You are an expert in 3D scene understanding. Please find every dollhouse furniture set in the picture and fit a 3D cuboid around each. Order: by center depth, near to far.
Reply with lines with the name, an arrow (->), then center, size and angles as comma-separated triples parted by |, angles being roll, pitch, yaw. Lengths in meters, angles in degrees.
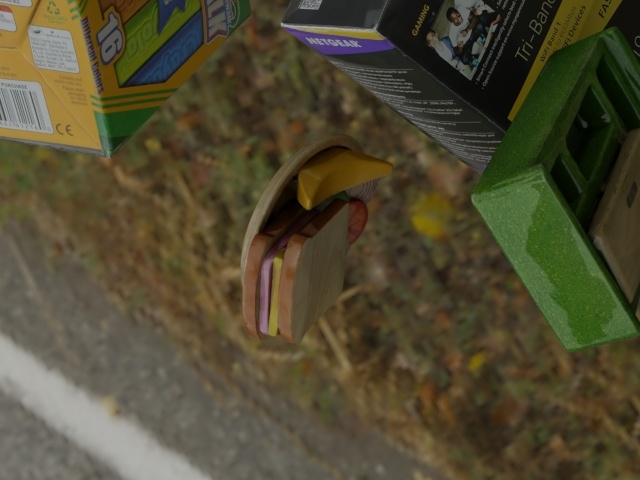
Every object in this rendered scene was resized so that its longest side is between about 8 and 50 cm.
dollhouse furniture set -> 0.245, 0.027, 0.895 | 0.197, 0.151, 0.301 | -21, 114, 32

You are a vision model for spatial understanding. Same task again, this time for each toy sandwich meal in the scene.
toy sandwich meal -> 0.000, 0.000, 0.690 | 0.029, 0.085, 0.085 | 25, 137, 27

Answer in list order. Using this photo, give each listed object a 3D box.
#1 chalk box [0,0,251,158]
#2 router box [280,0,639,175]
chalk box -> -0.176, -0.223, 1.432 | 0.180, 0.289, 0.179 | 10, 130, 25
router box -> 0.143, -0.189, 1.022 | 0.243, 0.309, 0.081 | 34, 166, -38
